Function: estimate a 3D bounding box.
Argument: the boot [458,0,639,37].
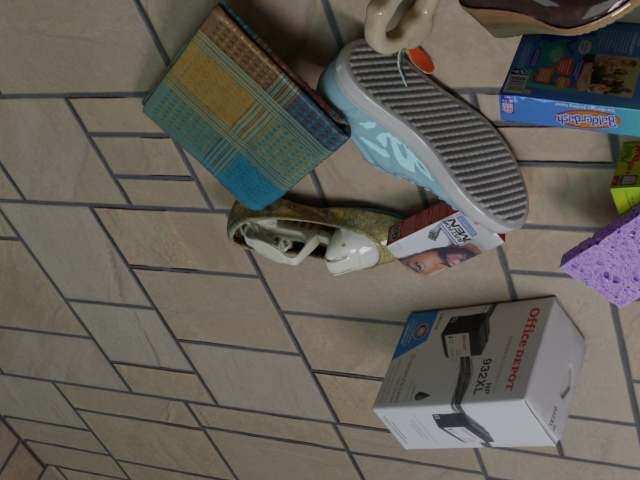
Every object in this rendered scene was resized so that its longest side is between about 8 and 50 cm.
[{"bbox_3d":[0.251,-0.340,1.293,0.248,0.090,0.207,-6,136,41],"label":"boot"}]

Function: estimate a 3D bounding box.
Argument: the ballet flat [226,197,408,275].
[{"bbox_3d":[0.000,0.000,1.853,0.348,0.123,0.123,12,142,18],"label":"ballet flat"}]

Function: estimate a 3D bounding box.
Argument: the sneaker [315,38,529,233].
[{"bbox_3d":[0.145,-0.138,1.596,0.366,0.135,0.150,44,149,-10],"label":"sneaker"}]

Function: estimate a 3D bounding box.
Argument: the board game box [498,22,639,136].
[{"bbox_3d":[0.343,-0.204,1.350,0.210,0.160,0.047,10,142,22],"label":"board game box"}]

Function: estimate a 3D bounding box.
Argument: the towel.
[{"bbox_3d":[-0.121,-0.189,1.670,0.271,0.040,0.370,43,152,-7],"label":"towel"}]

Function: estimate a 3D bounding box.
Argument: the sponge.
[{"bbox_3d":[0.443,0.016,1.514,0.117,0.031,0.210,33,144,-11],"label":"sponge"}]

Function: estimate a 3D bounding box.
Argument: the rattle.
[{"bbox_3d":[0.084,-0.307,1.460,0.142,0.130,0.200,26,172,19],"label":"rattle"}]

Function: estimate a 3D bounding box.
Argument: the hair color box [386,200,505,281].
[{"bbox_3d":[0.199,-0.009,1.738,0.167,0.053,0.093,-26,121,31],"label":"hair color box"}]

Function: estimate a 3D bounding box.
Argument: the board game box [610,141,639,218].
[{"bbox_3d":[0.458,-0.042,1.539,0.043,0.092,0.181,-1,137,33],"label":"board game box"}]

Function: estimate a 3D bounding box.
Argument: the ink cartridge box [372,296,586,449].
[{"bbox_3d":[0.273,0.232,1.883,0.307,0.223,0.129,-10,130,39],"label":"ink cartridge box"}]
